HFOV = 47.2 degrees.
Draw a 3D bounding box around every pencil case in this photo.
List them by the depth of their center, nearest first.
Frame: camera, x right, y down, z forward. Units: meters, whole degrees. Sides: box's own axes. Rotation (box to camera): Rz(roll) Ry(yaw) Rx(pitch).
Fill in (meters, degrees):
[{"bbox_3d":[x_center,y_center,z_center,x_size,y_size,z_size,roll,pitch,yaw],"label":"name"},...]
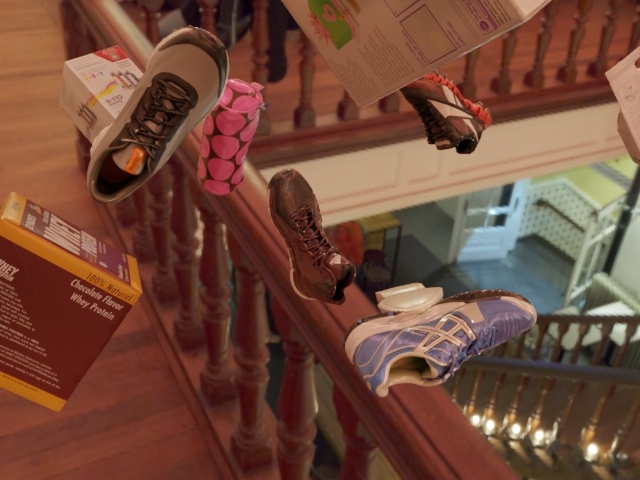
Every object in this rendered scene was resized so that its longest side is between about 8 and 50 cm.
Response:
[{"bbox_3d":[-0.156,-0.178,1.278,0.095,0.209,0.098,34,47,8],"label":"pencil case"}]

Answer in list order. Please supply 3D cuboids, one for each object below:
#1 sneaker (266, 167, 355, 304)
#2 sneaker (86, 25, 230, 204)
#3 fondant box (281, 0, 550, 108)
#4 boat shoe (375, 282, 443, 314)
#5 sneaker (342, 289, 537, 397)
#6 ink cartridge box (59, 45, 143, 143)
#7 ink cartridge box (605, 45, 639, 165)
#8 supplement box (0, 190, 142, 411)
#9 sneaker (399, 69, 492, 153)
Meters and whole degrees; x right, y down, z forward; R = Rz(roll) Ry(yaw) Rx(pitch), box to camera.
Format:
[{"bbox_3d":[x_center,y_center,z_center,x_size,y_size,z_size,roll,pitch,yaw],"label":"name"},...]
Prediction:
[{"bbox_3d":[0.000,0.000,1.390,0.106,0.281,0.163,-30,28,-27],"label":"sneaker"},{"bbox_3d":[-0.202,-0.144,0.906,0.100,0.271,0.108,32,31,-21],"label":"sneaker"},{"bbox_3d":[0.067,-0.284,0.726,0.096,0.238,0.330,-41,12,-19],"label":"fondant box"},{"bbox_3d":[0.153,0.129,1.243,0.109,0.091,0.305,-13,0,0],"label":"boat shoe"},{"bbox_3d":[0.135,0.114,0.786,0.211,0.080,0.081,-15,42,-4],"label":"sneaker"},{"bbox_3d":[-0.410,-0.269,1.454,0.176,0.127,0.128,48,50,12],"label":"ink cartridge box"},{"bbox_3d":[0.596,-0.265,1.288,0.181,0.224,0.056,-39,28,2],"label":"ink cartridge box"},{"bbox_3d":[-0.367,0.077,0.944,0.191,0.194,0.129,33,6,-24],"label":"supplement box"},{"bbox_3d":[0.264,-0.277,1.608,0.276,0.135,0.098,27,-14,-34],"label":"sneaker"}]
